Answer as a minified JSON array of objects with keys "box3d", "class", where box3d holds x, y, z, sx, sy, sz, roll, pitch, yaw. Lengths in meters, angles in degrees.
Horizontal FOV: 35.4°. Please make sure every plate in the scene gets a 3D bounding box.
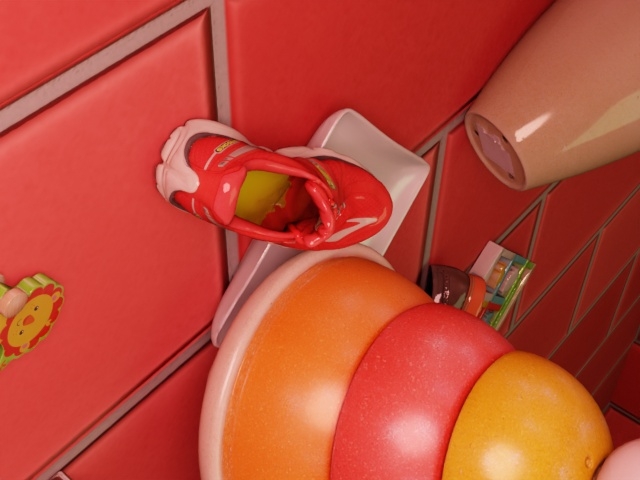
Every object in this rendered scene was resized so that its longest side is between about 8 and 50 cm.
[{"box3d":[0.000,0.000,1.117,0.277,0.045,0.278,-60,155,5],"class":"plate"}]

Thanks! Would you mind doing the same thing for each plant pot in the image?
[{"box3d":[0.336,-0.192,1.325,0.274,0.256,0.256,-36,150,-9],"class":"plant pot"}]

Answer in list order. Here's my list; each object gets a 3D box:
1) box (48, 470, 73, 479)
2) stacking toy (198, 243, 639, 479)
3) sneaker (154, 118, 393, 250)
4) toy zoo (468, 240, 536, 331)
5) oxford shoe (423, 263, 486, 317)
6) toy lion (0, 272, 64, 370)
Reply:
[{"box3d":[-0.196,0.409,1.043,0.143,0.191,0.381,-47,153,-24],"class":"box"},{"box3d":[0.155,0.209,0.961,0.351,0.480,0.350,-22,118,-49],"class":"stacking toy"},{"box3d":[-0.020,-0.027,0.905,0.279,0.118,0.107,7,108,-48],"class":"sneaker"},{"box3d":[0.290,0.101,1.770,0.192,0.030,0.293,-62,154,6],"class":"toy zoo"},{"box3d":[0.151,0.163,1.520,0.097,0.098,0.271,-144,-103,-78],"class":"oxford shoe"},{"box3d":[-0.242,0.068,0.775,0.100,0.034,0.096,-56,162,-5],"class":"toy lion"}]
